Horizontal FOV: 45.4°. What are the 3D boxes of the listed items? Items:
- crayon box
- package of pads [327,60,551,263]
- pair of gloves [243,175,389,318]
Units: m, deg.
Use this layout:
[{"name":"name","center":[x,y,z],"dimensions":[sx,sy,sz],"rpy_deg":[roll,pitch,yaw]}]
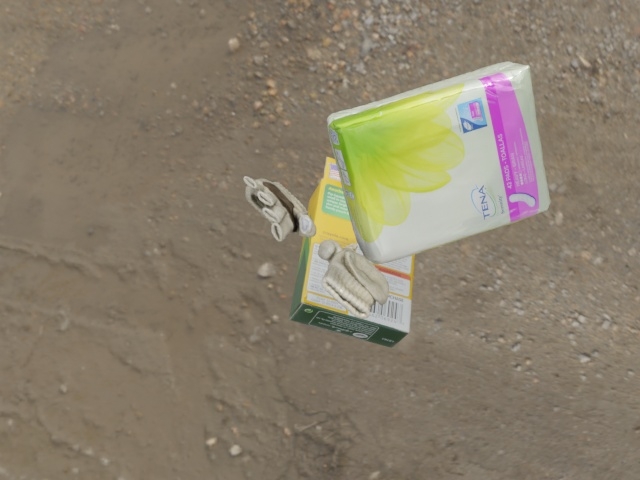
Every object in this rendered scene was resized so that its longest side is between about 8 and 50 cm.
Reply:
[{"name":"crayon box","center":[0.070,0.019,1.427],"dimensions":[0.083,0.203,0.322],"rpy_deg":[125,159,-55]},{"name":"package of pads","center":[0.176,-0.109,1.124],"dimensions":[0.297,0.101,0.229],"rpy_deg":[-17,110,-4]},{"name":"pair of gloves","center":[0.000,0.000,1.024],"dimensions":[0.240,0.204,0.042],"rpy_deg":[45,102,6]}]
